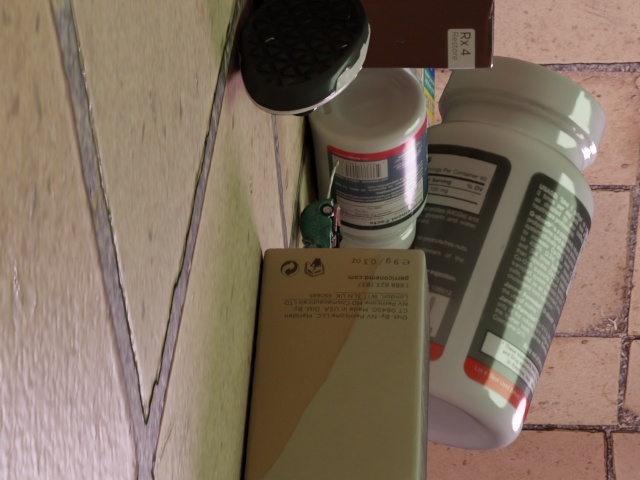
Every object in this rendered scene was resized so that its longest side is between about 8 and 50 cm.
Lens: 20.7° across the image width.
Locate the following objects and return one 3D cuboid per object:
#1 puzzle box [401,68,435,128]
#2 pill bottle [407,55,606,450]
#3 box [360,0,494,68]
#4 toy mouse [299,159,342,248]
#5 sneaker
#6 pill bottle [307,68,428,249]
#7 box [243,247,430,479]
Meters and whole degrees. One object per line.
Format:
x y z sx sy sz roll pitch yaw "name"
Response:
0.070 -0.185 1.905 0.409 0.052 0.272 30 61 -76 "puzzle box"
0.156 0.010 1.774 0.210 0.210 0.363 78 32 -67 "pill bottle"
0.068 -0.273 1.511 0.203 0.167 0.168 -83 172 -48 "box"
0.000 0.000 1.546 0.161 0.031 0.143 -52 142 -81 "toy mouse"
-0.005 -0.123 1.199 0.235 0.084 0.097 -80 170 -60 "sneaker"
0.046 -0.067 1.619 0.180 0.108 0.108 85 8 -50 "pill bottle"
0.013 0.172 1.239 0.148 0.121 0.311 83 10 -56 "box"
